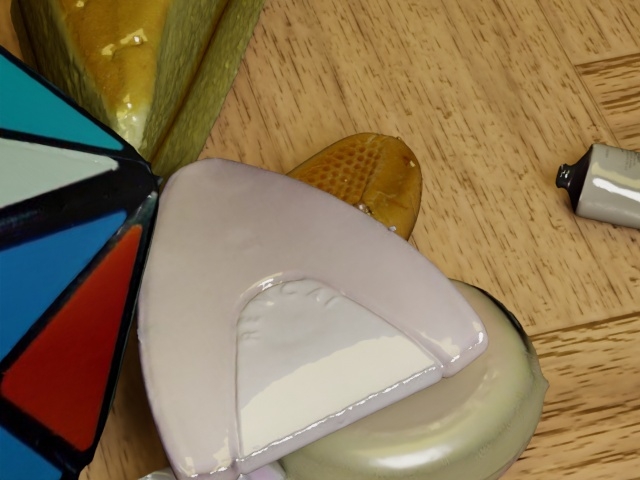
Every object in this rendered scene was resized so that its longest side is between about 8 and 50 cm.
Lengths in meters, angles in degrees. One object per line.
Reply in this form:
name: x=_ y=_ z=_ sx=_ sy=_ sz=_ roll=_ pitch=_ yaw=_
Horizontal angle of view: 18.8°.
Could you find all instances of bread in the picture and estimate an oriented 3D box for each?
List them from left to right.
bread: x=-0.095 y=-0.140 z=1.368 sx=0.245 sy=0.233 sz=0.361 roll=-12 pitch=53 yaw=-13
bread: x=0.000 y=0.000 z=1.339 sx=0.114 sy=0.077 sz=0.189 roll=18 pitch=47 yaw=41

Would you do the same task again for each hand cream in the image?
hand cream: x=0.262 y=-0.028 z=1.388 sx=0.186 sy=0.054 sz=0.087 roll=13 pitch=44 yaw=3

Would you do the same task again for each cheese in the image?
cheese: x=0.002 y=0.120 z=1.225 sx=0.286 sy=0.082 sz=0.163 roll=-20 pitch=49 yaw=-18

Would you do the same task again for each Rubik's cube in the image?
Rubik's cube: x=-0.276 y=0.024 z=1.159 sx=0.250 sy=0.246 sz=0.248 roll=36 pitch=36 yaw=27

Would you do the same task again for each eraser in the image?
eraser: x=-0.034 y=0.036 z=1.219 sx=0.204 sy=0.059 sz=0.243 roll=-24 pitch=45 yaw=-9
